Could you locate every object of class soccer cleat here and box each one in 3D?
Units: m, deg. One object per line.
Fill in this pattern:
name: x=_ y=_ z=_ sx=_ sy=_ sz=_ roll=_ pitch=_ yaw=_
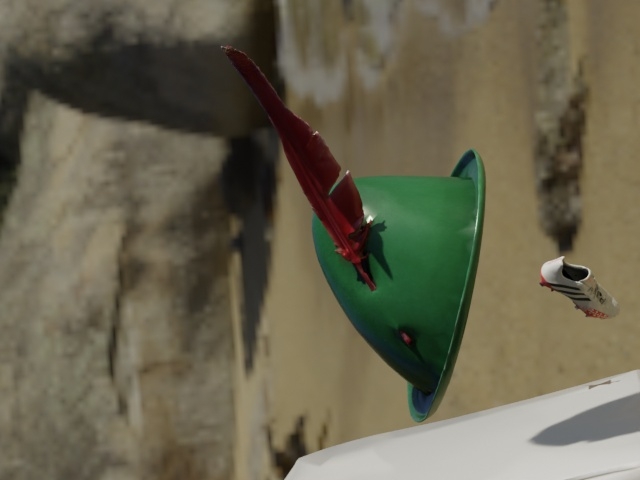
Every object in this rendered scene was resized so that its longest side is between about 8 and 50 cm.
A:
soccer cleat: x=0.223 y=0.040 z=1.521 sx=0.035 sy=0.083 sz=0.029 roll=-40 pitch=26 yaw=47

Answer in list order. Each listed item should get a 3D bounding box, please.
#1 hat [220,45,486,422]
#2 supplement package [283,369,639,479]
hat: x=0.000 y=0.000 z=1.176 sx=0.173 sy=0.183 sz=0.209 roll=-167 pitch=88 yaw=-83
supplement package: x=0.095 y=0.227 z=0.760 sx=0.177 sy=0.175 sz=0.293 roll=-36 pitch=-70 yaw=-78
